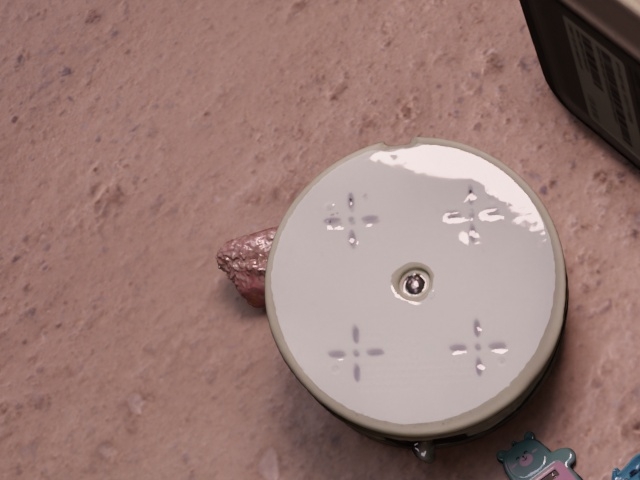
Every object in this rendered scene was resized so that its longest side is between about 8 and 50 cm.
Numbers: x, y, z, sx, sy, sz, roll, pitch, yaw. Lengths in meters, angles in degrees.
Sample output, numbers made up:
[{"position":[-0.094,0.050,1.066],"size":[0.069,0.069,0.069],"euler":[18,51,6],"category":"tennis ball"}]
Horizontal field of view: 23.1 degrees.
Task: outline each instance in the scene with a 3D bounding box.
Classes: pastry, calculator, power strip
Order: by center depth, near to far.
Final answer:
[{"position":[0.251,0.272,1.721],"size":[0.094,0.019,0.141],"euler":[-38,54,1],"category":"calculator"},{"position":[0.111,0.074,1.761],"size":[0.358,0.161,0.357],"euler":[-2,76,8],"category":"power strip"},{"position":[0.007,0.011,1.933],"size":[0.265,0.103,0.112],"euler":[-24,71,7],"category":"pastry"}]

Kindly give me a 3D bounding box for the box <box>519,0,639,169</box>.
[{"position":[0.355,-0.186,1.740],"size":[0.090,0.367,0.373],"euler":[-39,53,-5],"category":"box"}]

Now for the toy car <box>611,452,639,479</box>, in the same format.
[{"position":[0.359,0.295,1.633],"size":[0.126,0.098,0.161],"euler":[-41,19,23],"category":"toy car"}]
